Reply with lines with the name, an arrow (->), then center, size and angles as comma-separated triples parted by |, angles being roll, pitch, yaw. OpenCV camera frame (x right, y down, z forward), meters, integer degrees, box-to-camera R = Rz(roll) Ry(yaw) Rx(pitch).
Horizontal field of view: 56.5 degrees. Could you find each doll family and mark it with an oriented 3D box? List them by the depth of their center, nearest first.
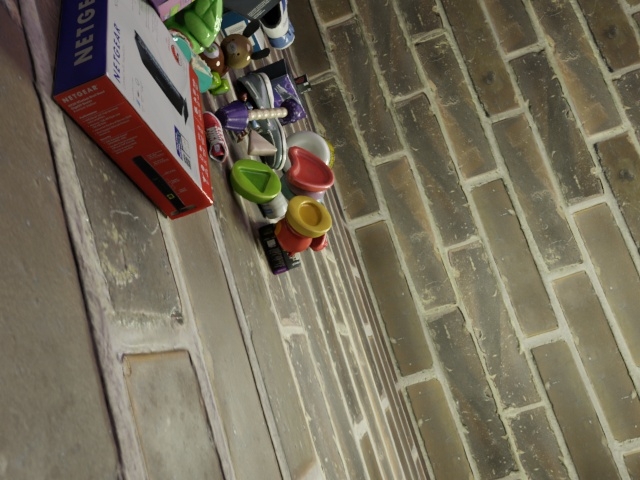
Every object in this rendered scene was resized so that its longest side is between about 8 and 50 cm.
doll family -> -0.221, -0.349, 1.670 | 0.193, 0.076, 0.111 | -98, 163, -72

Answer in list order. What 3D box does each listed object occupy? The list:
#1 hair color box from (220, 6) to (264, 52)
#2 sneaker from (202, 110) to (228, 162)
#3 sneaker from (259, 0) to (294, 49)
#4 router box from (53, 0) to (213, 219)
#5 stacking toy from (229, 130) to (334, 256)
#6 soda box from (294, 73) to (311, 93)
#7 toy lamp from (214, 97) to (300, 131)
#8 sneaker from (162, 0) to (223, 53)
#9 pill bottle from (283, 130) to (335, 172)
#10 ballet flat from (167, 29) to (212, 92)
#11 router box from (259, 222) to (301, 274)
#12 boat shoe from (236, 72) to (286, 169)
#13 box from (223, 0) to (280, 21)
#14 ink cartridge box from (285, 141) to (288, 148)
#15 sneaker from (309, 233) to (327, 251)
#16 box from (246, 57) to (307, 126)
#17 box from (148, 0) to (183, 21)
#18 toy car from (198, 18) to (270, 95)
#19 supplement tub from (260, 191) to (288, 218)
hair color box -> -0.277, -0.765, 2.091 | 0.347, 0.105, 0.174 | -96, 164, -55
sneaker -> -0.243, -0.233, 1.362 | 0.067, 0.042, 0.118 | -100, 169, -63
sneaker -> -0.183, -0.862, 2.121 | 0.182, 0.127, 0.315 | 43, 30, -76
router box -> -0.291, -0.250, 0.967 | 0.301, 0.082, 0.335 | 58, 15, -54
stacking toy -> -0.112, -0.122, 1.560 | 0.280, 0.130, 0.309 | 26, 40, -13
soda box -> -0.126, -0.652, 2.566 | 0.053, 0.169, 0.060 | 61, 13, -50
toy lamp -> -0.165, -0.336, 1.586 | 0.275, 0.080, 0.080 | -23, 94, -48
sneaker -> -0.324, -0.649, 1.305 | 0.202, 0.185, 0.482 | -38, 109, -77
pill bottle -> -0.041, -0.325, 2.320 | 0.334, 0.188, 0.187 | -46, 117, -80
ballet flat -> -0.303, -0.379, 1.252 | 0.077, 0.091, 0.241 | 41, -2, 12
router box -> -0.108, 0.019, 1.632 | 0.179, 0.046, 0.133 | -9, 80, -81
boat shoe -> -0.194, -0.375, 1.899 | 0.116, 0.099, 0.319 | -13, -90, 54
box -> -0.273, -0.868, 1.787 | 0.294, 0.183, 0.296 | 7, 60, -52
ink cartridge box -> -0.182, -0.398, 2.023 | 0.109, 0.062, 0.209 | -39, 109, -80
sneaker -> 0.000, 0.000, 2.213 | 0.221, 0.087, 0.128 | -94, 161, -56
box -> -0.158, -0.528, 2.167 | 0.207, 0.153, 0.108 | 59, 15, -47
box -> -0.309, -0.532, 1.041 | 0.243, 0.117, 0.213 | 54, -3, -19
toy car -> -0.227, -0.481, 1.514 | 0.149, 0.188, 0.155 | -21, 91, -81
supplement tub -> -0.140, -0.121, 1.661 | 0.071, 0.071, 0.107 | -93, 162, -61
